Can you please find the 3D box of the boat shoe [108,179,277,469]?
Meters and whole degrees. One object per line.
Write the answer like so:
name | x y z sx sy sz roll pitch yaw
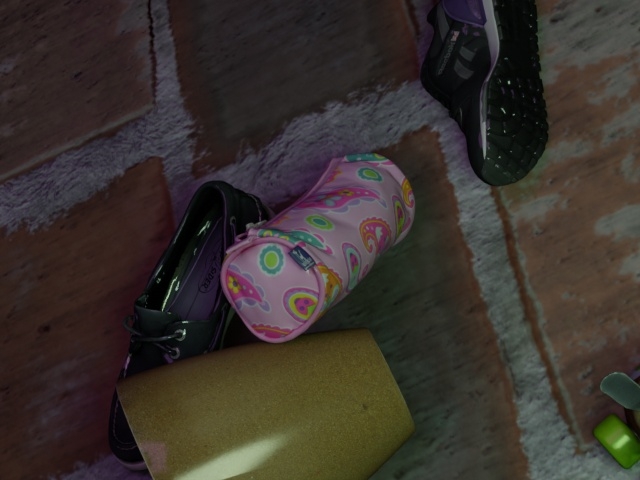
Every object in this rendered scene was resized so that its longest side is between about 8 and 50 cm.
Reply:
boat shoe | -0.159 0.084 2.173 0.127 0.113 0.340 19 72 38

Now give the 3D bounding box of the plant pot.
plant pot | -0.042 0.195 1.982 0.254 0.237 0.237 -25 49 -4

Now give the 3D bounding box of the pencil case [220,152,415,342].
pencil case | 0.000 0.000 2.038 0.124 0.124 0.284 -7 17 28

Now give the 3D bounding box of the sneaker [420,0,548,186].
sneaker | 0.171 -0.164 2.162 0.124 0.107 0.283 -25 46 35

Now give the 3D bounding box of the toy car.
toy car | 0.319 0.138 1.798 0.155 0.188 0.149 -42 49 1
